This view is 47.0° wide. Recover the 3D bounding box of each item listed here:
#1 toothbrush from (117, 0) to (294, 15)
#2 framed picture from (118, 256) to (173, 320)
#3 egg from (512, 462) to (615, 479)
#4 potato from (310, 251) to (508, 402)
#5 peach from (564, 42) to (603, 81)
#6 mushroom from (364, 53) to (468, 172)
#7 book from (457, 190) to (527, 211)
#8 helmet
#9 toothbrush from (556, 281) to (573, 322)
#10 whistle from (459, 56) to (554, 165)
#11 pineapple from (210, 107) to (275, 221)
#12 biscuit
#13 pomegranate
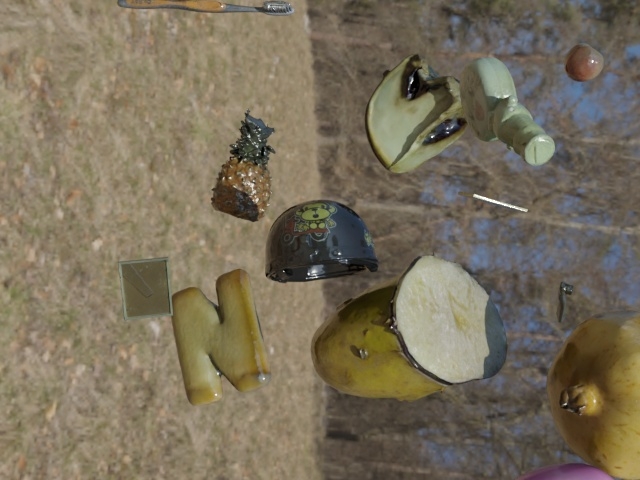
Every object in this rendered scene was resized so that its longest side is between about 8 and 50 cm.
[{"bbox_3d":[-0.204,-0.410,1.287,0.031,0.320,0.023,49,46,-76],"label":"toothbrush"},{"bbox_3d":[-0.388,0.108,1.636,0.011,0.109,0.149,-121,-151,-61],"label":"framed picture"},{"bbox_3d":[0.443,0.519,1.373,0.196,0.271,0.197,176,-90,-73],"label":"egg"},{"bbox_3d":[0.172,0.210,1.614,0.296,0.397,0.290,-27,-103,39],"label":"potato"},{"bbox_3d":[0.564,-0.380,1.579,0.083,0.083,0.083,-173,-90,-82],"label":"peach"},{"bbox_3d":[0.264,-0.351,1.956,0.292,0.211,0.217,-50,-121,39],"label":"mushroom"},{"bbox_3d":[0.493,-0.111,2.111,0.118,0.172,0.012,-149,-106,-77],"label":"book"},{"bbox_3d":[0.000,0.000,1.512,0.279,0.230,0.161,23,58,-76],"label":"helmet"},{"bbox_3d":[0.591,0.154,1.791,0.297,0.030,0.030,53,50,-65],"label":"toothbrush"},{"bbox_3d":[0.264,-0.186,1.063,0.258,0.067,0.126,-109,-174,-55],"label":"whistle"},{"bbox_3d":[-0.187,-0.196,1.909,0.158,0.157,0.279,-142,-114,-80],"label":"pineapple"},{"bbox_3d":[-0.245,0.231,1.746,0.062,0.236,0.291,20,55,-62],"label":"biscuit"},{"bbox_3d":[0.604,0.300,1.466,0.342,0.342,0.343,-173,-90,-82],"label":"pomegranate"}]
